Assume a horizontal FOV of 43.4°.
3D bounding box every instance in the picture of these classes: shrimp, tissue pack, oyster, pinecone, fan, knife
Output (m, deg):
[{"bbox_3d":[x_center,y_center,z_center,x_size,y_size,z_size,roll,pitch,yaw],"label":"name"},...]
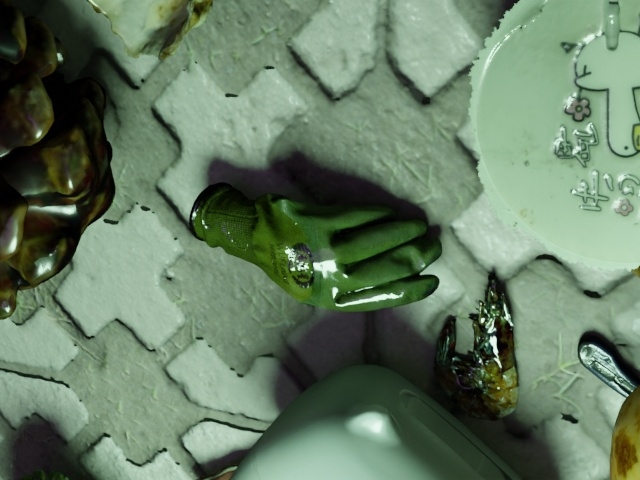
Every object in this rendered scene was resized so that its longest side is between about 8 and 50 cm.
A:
[{"bbox_3d":[0.157,0.110,0.816,0.091,0.034,0.161,5,110,23],"label":"shrimp"},{"bbox_3d":[0.084,0.284,0.794,0.333,0.229,0.236,42,115,6],"label":"tissue pack"},{"bbox_3d":[-0.201,-0.338,0.767,0.198,0.133,0.337,-32,90,31],"label":"oyster"},{"bbox_3d":[-0.402,-0.088,0.814,0.398,0.398,0.397,8,110,21],"label":"pinecone"},{"bbox_3d":[0.215,-0.171,0.596,0.233,0.012,0.414,9,113,34],"label":"fan"},{"bbox_3d":[0.297,0.136,0.773,0.121,0.018,0.031,37,120,6],"label":"knife"}]

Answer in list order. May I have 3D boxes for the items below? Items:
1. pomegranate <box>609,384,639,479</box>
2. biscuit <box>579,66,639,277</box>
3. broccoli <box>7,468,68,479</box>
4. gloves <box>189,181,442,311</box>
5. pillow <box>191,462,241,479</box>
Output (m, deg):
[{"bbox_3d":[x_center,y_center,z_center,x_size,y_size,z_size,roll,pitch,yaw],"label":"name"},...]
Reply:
[{"bbox_3d":[0.350,0.188,0.667,0.215,0.215,0.215,8,110,21],"label":"pomegranate"},{"bbox_3d":[0.361,-0.088,0.621,0.332,0.103,0.332,7,110,20],"label":"biscuit"},{"bbox_3d":[-0.314,0.464,0.995,0.272,0.324,0.334,11,156,-1],"label":"broccoli"},{"bbox_3d":[-0.009,0.009,0.821,0.268,0.107,0.135,11,142,18],"label":"gloves"},{"bbox_3d":[-0.065,0.349,0.969,0.171,0.075,0.179,-28,96,28],"label":"pillow"}]
